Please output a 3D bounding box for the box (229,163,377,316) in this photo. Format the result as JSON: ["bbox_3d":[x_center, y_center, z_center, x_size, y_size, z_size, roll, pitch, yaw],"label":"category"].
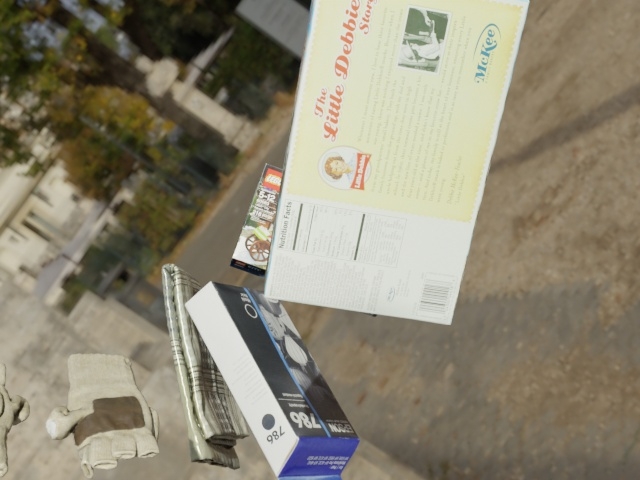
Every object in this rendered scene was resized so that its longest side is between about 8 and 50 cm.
[{"bbox_3d":[0.000,0.000,1.612,0.044,0.233,0.159,122,166,-70],"label":"box"}]

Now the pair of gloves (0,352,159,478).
[{"bbox_3d":[-0.291,0.187,1.129,0.204,0.240,0.042,-134,47,-56],"label":"pair of gloves"}]

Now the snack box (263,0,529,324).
[{"bbox_3d":[0.063,-0.087,1.009,0.060,0.187,0.322,-94,14,-68],"label":"snack box"}]

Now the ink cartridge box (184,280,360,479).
[{"bbox_3d":[-0.051,0.209,1.490,0.065,0.332,0.165,-40,-27,20],"label":"ink cartridge box"}]

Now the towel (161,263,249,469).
[{"bbox_3d":[-0.184,0.215,1.781,0.312,0.056,0.324,69,-171,-76],"label":"towel"}]
